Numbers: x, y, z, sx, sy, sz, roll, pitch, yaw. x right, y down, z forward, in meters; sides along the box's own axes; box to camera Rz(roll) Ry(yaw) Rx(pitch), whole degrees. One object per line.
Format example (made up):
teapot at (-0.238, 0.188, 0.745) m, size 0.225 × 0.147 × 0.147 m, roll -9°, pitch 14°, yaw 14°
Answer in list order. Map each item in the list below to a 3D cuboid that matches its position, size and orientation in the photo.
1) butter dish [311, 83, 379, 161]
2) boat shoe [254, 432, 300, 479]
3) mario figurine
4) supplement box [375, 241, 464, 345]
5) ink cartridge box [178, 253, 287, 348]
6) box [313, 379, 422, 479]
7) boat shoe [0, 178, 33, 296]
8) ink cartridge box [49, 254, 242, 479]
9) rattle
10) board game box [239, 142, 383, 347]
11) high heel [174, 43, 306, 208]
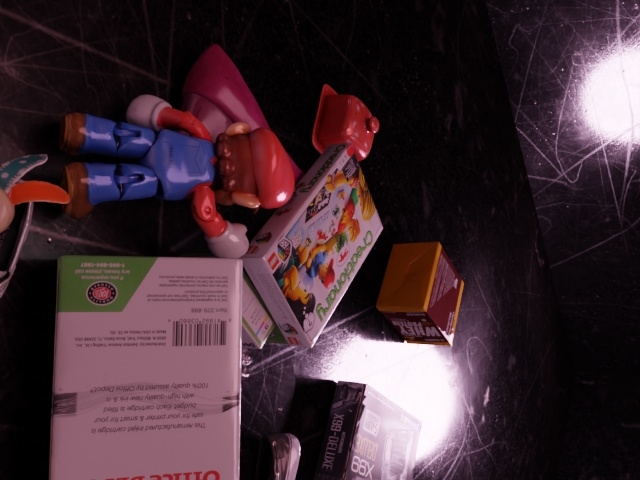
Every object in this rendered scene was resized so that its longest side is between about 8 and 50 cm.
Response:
butter dish at (0.070, -0.241, 1.226) m, size 0.160 × 0.118 × 0.160 m, roll 36°, pitch 59°, yaw -47°
boat shoe at (-0.093, 0.444, 0.971) m, size 0.076 × 0.080 × 0.228 m, roll 24°, pitch 71°, yaw -32°
mario figurine at (-0.189, -0.086, 0.796) m, size 0.321 × 0.170 × 0.198 m, roll 2°, pitch 112°, yaw -29°
supplement box at (0.260, 0.138, 1.455) m, size 0.194 × 0.129 × 0.191 m, roll 49°, pitch 49°, yaw -41°
ink cartridge box at (-0.143, 0.114, 0.893) m, size 0.209 × 0.109 × 0.062 m, roll 61°, pitch 42°, yaw -33°
box at (0.112, 0.474, 1.257) m, size 0.307 × 0.076 × 0.242 m, roll 45°, pitch 52°, yaw -44°
boat shoe at (-0.369, 0.031, 0.599) m, size 0.079 × 0.081 × 0.227 m, roll 36°, pitch 58°, yaw -48°
ink cartridge box at (-0.209, 0.166, 0.703) m, size 0.211 × 0.121 × 0.289 m, roll 2°, pitch 85°, yaw -16°
rattle at (-0.351, -0.044, 0.520) m, size 0.143 × 0.200 × 0.130 m, roll 112°, pitch -30°, yaw -68°
board game box at (0.000, 0.000, 0.952) m, size 0.305 × 0.053 × 0.193 m, roll -56°, pitch 134°, yaw -38°
high heel at (-0.077, -0.168, 0.989) m, size 0.377 × 0.127 × 0.181 m, roll 29°, pitch 74°, yaw -47°
